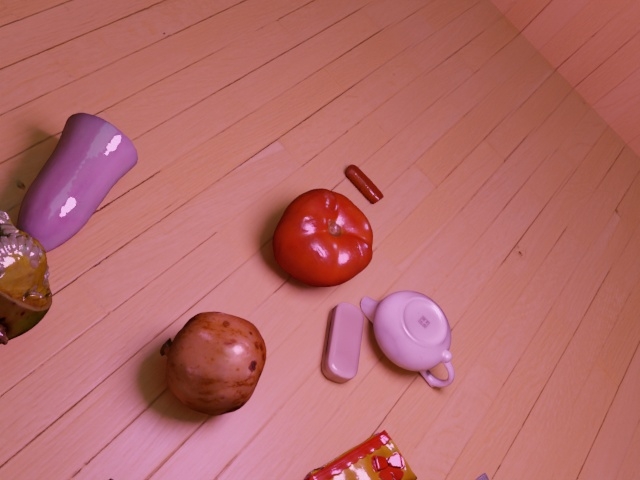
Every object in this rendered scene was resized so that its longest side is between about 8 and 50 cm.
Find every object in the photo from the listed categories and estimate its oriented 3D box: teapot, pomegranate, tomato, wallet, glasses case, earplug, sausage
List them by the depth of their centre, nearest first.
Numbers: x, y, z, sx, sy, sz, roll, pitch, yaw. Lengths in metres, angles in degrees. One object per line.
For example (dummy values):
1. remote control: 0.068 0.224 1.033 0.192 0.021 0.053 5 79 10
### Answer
1. pomegranate: -0.632 0.052 1.297 0.260 0.260 0.341 -14 40 -36
2. pomegranate: -0.217 0.239 1.448 0.215 0.215 0.215 15 56 -23
3. earplug: -0.530 -0.103 1.496 0.172 0.172 0.301 31 57 -12
4. wallet: 0.090 0.516 1.553 0.241 0.067 0.141 -21 73 -37
5. glasses case: 0.054 0.241 1.705 0.083 0.050 0.196 23 53 -15
6. tomato: 0.003 0.003 1.732 0.260 0.180 0.259 13 60 -24
7. teapot: 0.227 0.234 1.761 0.204 0.139 0.298 -29 78 -41
8. sausage: 0.119 -0.157 1.990 0.131 0.039 0.041 47 57 3

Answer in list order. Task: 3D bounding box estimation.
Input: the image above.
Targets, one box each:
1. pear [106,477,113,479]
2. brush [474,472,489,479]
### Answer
1. pear: -0.279 0.525 1.213 0.255 0.238 0.164 24 47 -15
2. brush: 0.416 0.664 1.698 0.083 0.011 0.205 -17 73 -38
